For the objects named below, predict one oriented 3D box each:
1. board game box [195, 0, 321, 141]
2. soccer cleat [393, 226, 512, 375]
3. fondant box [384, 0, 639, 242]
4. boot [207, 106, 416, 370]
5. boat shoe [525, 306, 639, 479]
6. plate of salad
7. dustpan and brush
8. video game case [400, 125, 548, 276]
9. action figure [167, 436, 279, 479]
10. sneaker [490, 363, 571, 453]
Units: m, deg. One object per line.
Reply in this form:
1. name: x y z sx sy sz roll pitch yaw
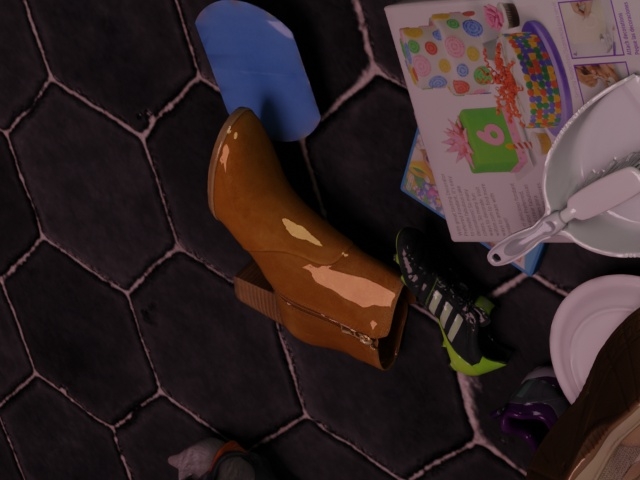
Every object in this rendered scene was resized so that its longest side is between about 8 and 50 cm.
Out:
1. board game box: -0.055 -0.182 1.865 0.133 0.033 0.168 8 130 40
2. soccer cleat: 0.137 0.058 1.837 0.072 0.060 0.179 -15 113 38
3. fondant box: 0.238 -0.121 1.562 0.330 0.096 0.238 0 117 39
4. boot: 0.000 0.001 1.892 0.211 0.104 0.295 21 141 26
5. boat shoe: 0.295 0.164 1.656 0.098 0.109 0.302 17 129 -14
6. plate of salad: 0.310 0.118 1.709 0.200 0.048 0.199 19 125 30
7. dustpan and brush: 0.223 -0.031 1.520 0.147 0.060 0.211 54 137 -3
8. video game case: 0.158 -0.052 1.764 0.166 0.015 0.119 35 136 21
9. action figure: -0.061 0.376 2.218 0.330 0.178 0.341 47 167 18
10. sneaker: 0.269 0.228 1.790 0.224 0.098 0.083 41 139 15
